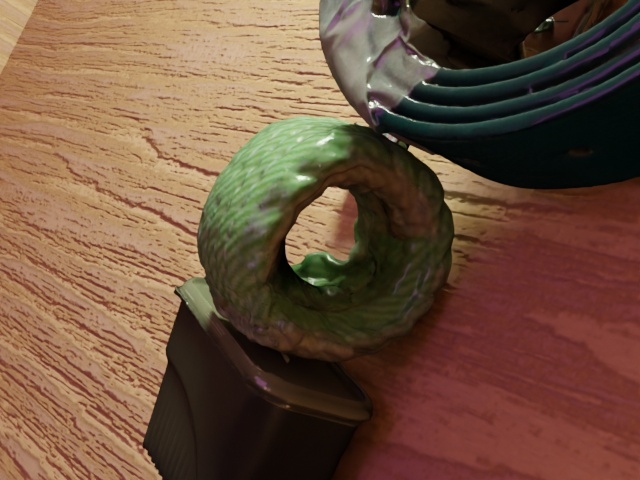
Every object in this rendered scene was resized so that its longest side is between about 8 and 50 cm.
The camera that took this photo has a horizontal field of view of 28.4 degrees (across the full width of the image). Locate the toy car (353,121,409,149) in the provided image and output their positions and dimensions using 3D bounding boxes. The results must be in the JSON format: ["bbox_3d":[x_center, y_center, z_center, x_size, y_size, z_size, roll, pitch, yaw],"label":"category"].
[{"bbox_3d":[0.055,-0.084,1.283,0.069,0.055,0.142,-60,19,-14],"label":"toy car"}]

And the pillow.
[{"bbox_3d":[0.203,-0.242,1.199,0.126,0.043,0.232,-61,30,7],"label":"pillow"}]

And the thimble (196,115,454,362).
[{"bbox_3d":[0.000,0.000,1.138,0.219,0.219,0.150,-62,30,0],"label":"thimble"}]

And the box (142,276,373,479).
[{"bbox_3d":[-0.078,0.165,1.201,0.178,0.138,0.274,-67,27,10],"label":"box"}]

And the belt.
[{"bbox_3d":[0.197,-0.204,0.999,0.436,0.173,0.300,-17,62,44],"label":"belt"}]
